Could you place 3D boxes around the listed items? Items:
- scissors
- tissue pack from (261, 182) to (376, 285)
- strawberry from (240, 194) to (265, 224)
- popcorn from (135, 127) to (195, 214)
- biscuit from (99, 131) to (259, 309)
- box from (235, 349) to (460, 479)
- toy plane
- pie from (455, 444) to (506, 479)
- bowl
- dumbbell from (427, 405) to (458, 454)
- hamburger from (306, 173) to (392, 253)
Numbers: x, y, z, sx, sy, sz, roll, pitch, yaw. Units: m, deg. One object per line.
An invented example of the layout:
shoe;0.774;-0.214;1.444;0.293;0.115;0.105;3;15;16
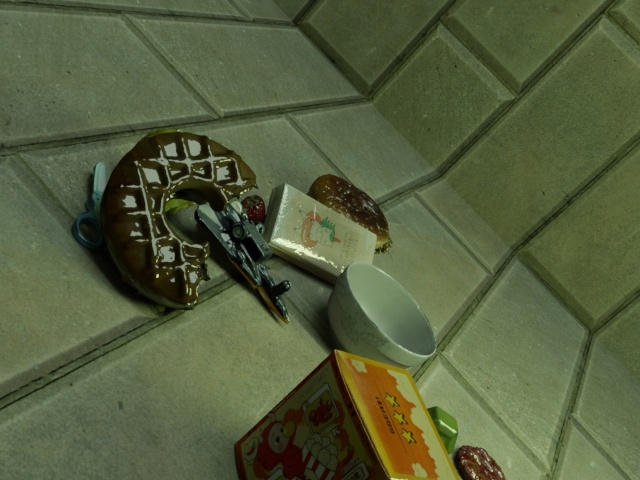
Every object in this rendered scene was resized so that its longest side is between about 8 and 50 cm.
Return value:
scissors;-0.439;-0.068;1.780;0.125;0.030;0.256;26;32;-36
tissue pack;0.000;0.000;2.252;0.325;0.071;0.170;29;62;-32
strawberry;-0.166;-0.067;2.204;0.073;0.073;0.083;-101;175;-53
popcorn;-0.324;-0.149;1.943;0.198;0.198;0.212;54;-9;21
biscuit;-0.291;-0.057;1.730;0.268;0.115;0.366;32;57;-16
box;0.038;0.377;1.493;0.214;0.283;0.259;23;31;-39
toy plane;-0.147;0.042;1.984;0.316;0.103;0.204;50;23;14
pie;0.379;0.543;2.094;0.154;0.036;0.154;35;25;-19
bowl;0.125;0.202;2.111;0.287;0.144;0.287;35;24;-19
dumbbell;0.245;0.483;1.881;0.302;0.121;0.108;-89;159;-60
hamburger;0.071;-0.055;2.473;0.286;0.146;0.243;49;30;7
